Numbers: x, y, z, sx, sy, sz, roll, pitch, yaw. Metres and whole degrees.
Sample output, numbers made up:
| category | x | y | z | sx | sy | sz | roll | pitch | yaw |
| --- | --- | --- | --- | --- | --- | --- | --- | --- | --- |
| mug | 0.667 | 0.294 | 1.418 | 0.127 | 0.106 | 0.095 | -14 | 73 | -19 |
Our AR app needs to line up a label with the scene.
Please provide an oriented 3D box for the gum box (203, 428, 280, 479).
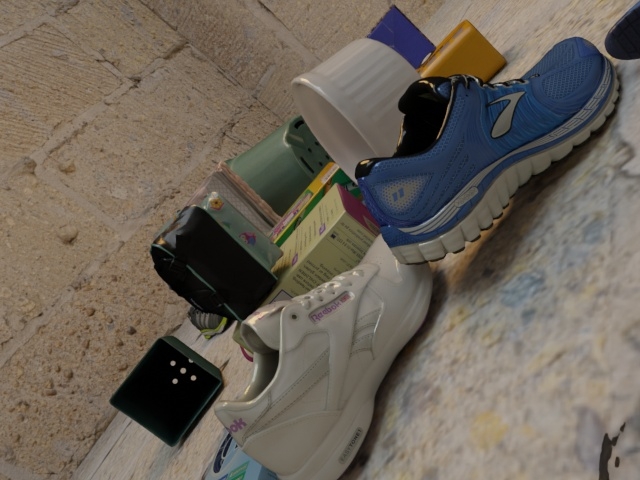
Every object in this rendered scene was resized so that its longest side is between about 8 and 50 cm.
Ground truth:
| category | x | y | z | sx | sy | sz | roll | pitch | yaw |
| --- | --- | --- | --- | --- | --- | --- | --- | --- | --- |
| gum box | -0.081 | 0.255 | 0.556 | 0.157 | 0.041 | 0.184 | -44 | 15 | 31 |

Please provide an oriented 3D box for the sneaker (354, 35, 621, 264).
| category | x | y | z | sx | sy | sz | roll | pitch | yaw |
| --- | --- | --- | --- | --- | --- | --- | --- | --- | --- |
| sneaker | 0.170 | -0.126 | 0.453 | 0.330 | 0.147 | 0.130 | -41 | 9 | -17 |

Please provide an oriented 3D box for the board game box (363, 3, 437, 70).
| category | x | y | z | sx | sy | sz | roll | pitch | yaw |
| --- | --- | --- | --- | --- | --- | --- | --- | --- | --- |
| board game box | 0.208 | -0.490 | 1.247 | 0.141 | 0.232 | 0.291 | -49 | 13 | 8 |

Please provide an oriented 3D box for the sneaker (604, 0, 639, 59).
| category | x | y | z | sx | sy | sz | roll | pitch | yaw |
| --- | --- | --- | --- | --- | --- | --- | --- | --- | --- |
| sneaker | 0.340 | -0.230 | 0.423 | 0.144 | 0.053 | 0.059 | -38 | 16 | 19 |

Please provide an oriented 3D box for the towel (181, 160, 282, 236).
| category | x | y | z | sx | sy | sz | roll | pitch | yaw |
| --- | --- | --- | --- | --- | --- | --- | --- | --- | --- |
| towel | -0.236 | -0.028 | 1.277 | 0.317 | 0.332 | 0.053 | -36 | 13 | 49 |

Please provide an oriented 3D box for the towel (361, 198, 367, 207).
| category | x | y | z | sx | sy | sz | roll | pitch | yaw |
| --- | --- | --- | --- | --- | --- | --- | --- | --- | --- |
| towel | 0.127 | -0.105 | 0.890 | 0.119 | 0.029 | 0.067 | -53 | 12 | -3 |

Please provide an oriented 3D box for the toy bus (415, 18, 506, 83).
| category | x | y | z | sx | sy | sz | roll | pitch | yaw |
| --- | --- | --- | --- | --- | --- | --- | --- | --- | --- |
| toy bus | 0.213 | -0.287 | 0.929 | 0.333 | 0.108 | 0.130 | -44 | 16 | 30 |

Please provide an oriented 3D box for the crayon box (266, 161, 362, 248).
| category | x | y | z | sx | sy | sz | roll | pitch | yaw |
| --- | --- | --- | --- | --- | --- | --- | --- | --- | --- |
| crayon box | -0.025 | -0.052 | 1.024 | 0.278 | 0.081 | 0.165 | -49 | 13 | 4 |

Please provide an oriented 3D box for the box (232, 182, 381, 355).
| category | x | y | z | sx | sy | sz | roll | pitch | yaw |
| --- | --- | --- | --- | --- | --- | --- | --- | --- | --- |
| box | -0.004 | 0.053 | 0.695 | 0.243 | 0.117 | 0.213 | -48 | 13 | 12 |

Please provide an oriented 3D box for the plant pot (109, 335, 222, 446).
| category | x | y | z | sx | sy | sz | roll | pitch | yaw |
| --- | --- | --- | --- | --- | --- | --- | --- | --- | --- |
| plant pot | -0.337 | 0.324 | 1.032 | 0.165 | 0.165 | 0.234 | -53 | 4 | -9 |

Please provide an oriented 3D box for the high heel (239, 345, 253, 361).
| category | x | y | z | sx | sy | sz | roll | pitch | yaw |
| --- | --- | --- | --- | --- | --- | --- | --- | --- | --- |
| high heel | -0.137 | 0.196 | 0.920 | 0.244 | 0.082 | 0.117 | -111 | 31 | -62 |

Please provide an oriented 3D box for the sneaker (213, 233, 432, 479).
| category | x | y | z | sx | sy | sz | roll | pitch | yaw |
| --- | --- | --- | --- | --- | --- | --- | --- | --- | --- |
| sneaker | 0.015 | 0.082 | 0.454 | 0.114 | 0.152 | 0.305 | -35 | 18 | 55 |

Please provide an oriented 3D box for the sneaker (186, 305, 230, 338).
| category | x | y | z | sx | sy | sz | roll | pitch | yaw |
| --- | --- | --- | --- | --- | --- | --- | --- | --- | --- |
| sneaker | -0.362 | 0.239 | 1.450 | 0.300 | 0.121 | 0.111 | -38 | 18 | 48 |

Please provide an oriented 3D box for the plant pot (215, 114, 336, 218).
| category | x | y | z | sx | sy | sz | roll | pitch | yaw |
| --- | --- | --- | --- | --- | --- | --- | --- | --- | --- |
| plant pot | -0.108 | -0.188 | 1.371 | 0.334 | 0.341 | 0.341 | -30 | 23 | 39 |

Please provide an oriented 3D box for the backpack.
| category | x | y | z | sx | sy | sz | roll | pitch | yaw |
| --- | --- | --- | --- | --- | --- | --- | --- | --- | --- |
| backpack | -0.155 | 0.028 | 0.637 | 0.144 | 0.166 | 0.188 | -56 | 16 | -27 |

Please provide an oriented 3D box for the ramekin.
| category | x | y | z | sx | sy | sz | roll | pitch | yaw |
| --- | --- | --- | --- | --- | --- | --- | --- | --- | --- |
| ramekin | 0.088 | -0.202 | 0.758 | 0.135 | 0.277 | 0.277 | -42 | 12 | -3 |
